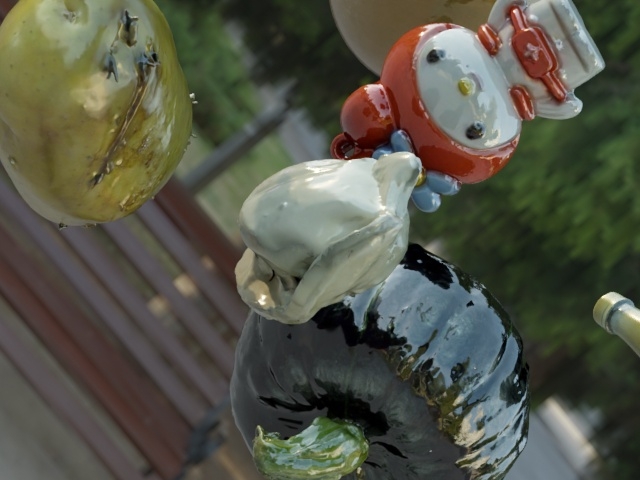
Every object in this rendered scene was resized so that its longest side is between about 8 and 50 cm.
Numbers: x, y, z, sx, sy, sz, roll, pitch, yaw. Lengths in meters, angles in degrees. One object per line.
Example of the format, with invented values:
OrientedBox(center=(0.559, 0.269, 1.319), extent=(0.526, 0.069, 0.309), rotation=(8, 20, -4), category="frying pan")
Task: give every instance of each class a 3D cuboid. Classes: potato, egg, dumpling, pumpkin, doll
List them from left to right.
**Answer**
OrientedBox(center=(-0.180, -0.100, 1.500), extent=(0.140, 0.173, 0.300), rotation=(23, -19, 9), category="potato")
OrientedBox(center=(0.000, 0.000, 1.476), extent=(0.118, 0.199, 0.136), rotation=(42, 41, -18), category="dumpling")
OrientedBox(center=(0.047, 0.152, 1.767), extent=(0.296, 0.296, 0.296), rotation=(50, 5, -6), category="pumpkin")
OrientedBox(center=(0.163, -0.334, 2.415), extent=(0.301, 0.301, 0.374), rotation=(50, -6, -10), category="egg")
OrientedBox(center=(0.123, -0.127, 1.796), extent=(0.161, 0.290, 0.130), rotation=(61, 16, 2), category="doll")

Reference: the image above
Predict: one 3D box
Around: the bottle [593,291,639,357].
OrientedBox(center=(0.369, 0.125, 1.873), extent=(0.270, 0.083, 0.083), rotation=(38, -6, 47), category="bottle")
